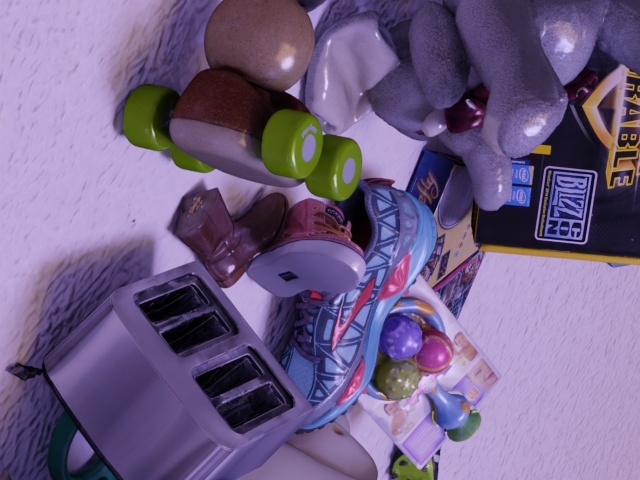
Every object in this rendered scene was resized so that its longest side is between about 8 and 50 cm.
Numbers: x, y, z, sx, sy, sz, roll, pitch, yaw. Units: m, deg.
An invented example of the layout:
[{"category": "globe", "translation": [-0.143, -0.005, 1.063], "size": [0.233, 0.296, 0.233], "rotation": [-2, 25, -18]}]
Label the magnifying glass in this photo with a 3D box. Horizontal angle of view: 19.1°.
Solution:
[{"category": "magnifying glass", "translation": [-0.196, 0.221, 1.657], "size": [0.092, 0.026, 0.231], "rotation": [-38, 144, -41]}]

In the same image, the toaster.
[{"category": "toaster", "translation": [-0.119, 0.118, 1.526], "size": [0.110, 0.168, 0.186], "rotation": [-46, 166, 30]}]

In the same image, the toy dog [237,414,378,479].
[{"category": "toy dog", "translation": [0.071, 0.330, 1.803], "size": [0.284, 0.408, 0.395], "rotation": [-58, 153, -12]}]

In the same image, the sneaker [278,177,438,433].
[{"category": "sneaker", "translation": [0.003, 0.055, 1.817], "size": [0.125, 0.104, 0.261], "rotation": [35, 77, -45]}]

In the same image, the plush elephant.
[{"category": "plush elephant", "translation": [0.142, -0.152, 1.708], "size": [0.272, 0.330, 0.255], "rotation": [-19, 154, -37]}]

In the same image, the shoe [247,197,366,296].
[{"category": "shoe", "translation": [0.000, 0.000, 1.689], "size": [0.063, 0.178, 0.081], "rotation": [38, 69, -18]}]

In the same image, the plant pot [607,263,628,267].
[{"category": "plant pot", "translation": [0.350, -0.118, 2.108], "size": [0.252, 0.248, 0.247], "rotation": [-44, 152, 1]}]

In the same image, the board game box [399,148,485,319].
[{"category": "board game box", "translation": [0.116, 0.029, 2.020], "size": [0.165, 0.042, 0.243], "rotation": [6, 108, -61]}]

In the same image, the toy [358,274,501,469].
[{"category": "toy", "translation": [0.100, 0.129, 1.951], "size": [0.137, 0.056, 0.237], "rotation": [-47, 129, -9]}]

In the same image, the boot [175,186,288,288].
[{"category": "boot", "translation": [-0.077, -0.023, 1.648], "size": [0.106, 0.037, 0.114], "rotation": [-57, 148, -17]}]

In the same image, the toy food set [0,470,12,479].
[{"category": "toy food set", "translation": [-0.288, 0.245, 1.522], "size": [0.122, 0.019, 0.078], "rotation": [-47, 149, -33]}]

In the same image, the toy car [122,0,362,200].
[{"category": "toy car", "translation": [-0.043, -0.143, 1.493], "size": [0.149, 0.155, 0.188], "rotation": [25, 79, -63]}]

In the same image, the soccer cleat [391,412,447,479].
[{"category": "soccer cleat", "translation": [0.122, 0.231, 2.194], "size": [0.072, 0.060, 0.179], "rotation": [-35, 138, -46]}]

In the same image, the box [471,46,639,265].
[{"category": "box", "translation": [0.295, -0.140, 1.906], "size": [0.079, 0.257, 0.322], "rotation": [-83, 179, -74]}]
